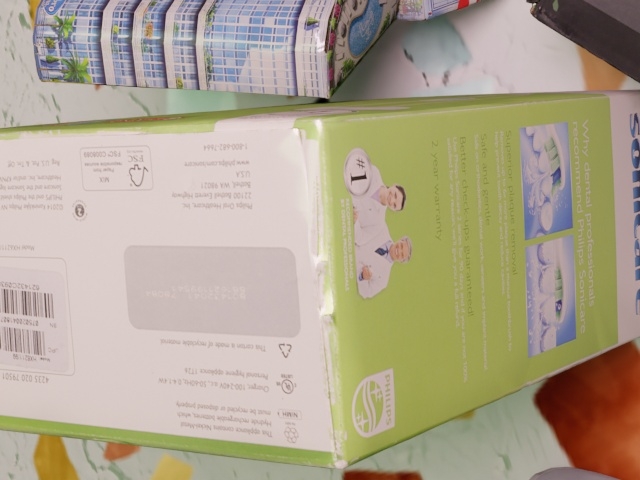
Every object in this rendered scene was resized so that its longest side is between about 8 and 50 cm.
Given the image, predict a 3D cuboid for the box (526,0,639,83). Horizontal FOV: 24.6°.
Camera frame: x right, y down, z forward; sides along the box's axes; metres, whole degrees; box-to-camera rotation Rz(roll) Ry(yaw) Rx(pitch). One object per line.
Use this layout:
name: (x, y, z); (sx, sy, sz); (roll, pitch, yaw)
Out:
box: (0.270, -0.147, 0.560); (0.295, 0.073, 0.293); (37, 117, 23)

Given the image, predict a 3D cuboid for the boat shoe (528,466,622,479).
boat shoe: (0.199, 0.218, 0.639); (0.306, 0.113, 0.105); (27, 118, 31)

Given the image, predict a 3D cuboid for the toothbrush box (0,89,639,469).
toothbrush box: (0.000, 0.000, 0.636); (0.206, 0.283, 0.122); (1, 99, 34)

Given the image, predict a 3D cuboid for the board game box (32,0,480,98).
board game box: (-0.010, -0.135, 0.702); (0.194, 0.194, 0.060); (4, 121, 21)
